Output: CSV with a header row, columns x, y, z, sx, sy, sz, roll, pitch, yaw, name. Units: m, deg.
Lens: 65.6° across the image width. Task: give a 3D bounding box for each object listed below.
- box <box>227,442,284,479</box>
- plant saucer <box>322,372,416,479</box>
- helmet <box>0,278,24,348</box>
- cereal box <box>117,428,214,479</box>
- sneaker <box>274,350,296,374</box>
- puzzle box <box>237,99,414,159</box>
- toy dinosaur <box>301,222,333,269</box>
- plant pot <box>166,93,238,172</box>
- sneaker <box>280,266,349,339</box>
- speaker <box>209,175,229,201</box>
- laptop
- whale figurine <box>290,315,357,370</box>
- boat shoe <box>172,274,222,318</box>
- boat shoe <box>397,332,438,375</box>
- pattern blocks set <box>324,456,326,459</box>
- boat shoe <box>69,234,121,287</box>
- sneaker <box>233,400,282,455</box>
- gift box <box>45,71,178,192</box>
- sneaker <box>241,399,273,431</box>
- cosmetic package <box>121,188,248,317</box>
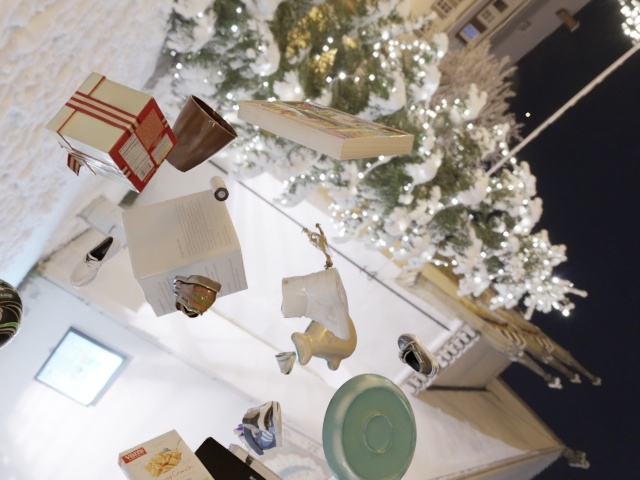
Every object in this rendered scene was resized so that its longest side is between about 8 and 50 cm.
x,y,z,sx,sy,sz,roll,pitch,yaw,name
-0.288,0.974,1.998,0.169,0.290,0.087,-53,-166,-31,box
0.150,0.527,1.359,0.044,0.318,0.317,-25,-147,55,plant saucer
-0.707,0.157,1.029,0.169,0.169,0.161,-59,171,-14,helmet
-0.406,0.626,1.323,0.240,0.173,0.047,33,-62,35,cereal box
-0.128,0.460,1.860,0.071,0.082,0.191,-11,172,9,sneaker
0.005,-0.302,1.308,0.409,0.272,0.052,30,-59,38,puzzle box
0.000,0.000,1.169,0.053,0.183,0.092,-34,-123,-6,toy dinosaur
-0.451,-0.362,1.780,0.230,0.215,0.215,-46,-163,10,plant pot
-0.016,0.174,1.299,0.169,0.292,0.108,-8,-131,9,sneaker
-0.371,-0.191,1.812,0.055,0.055,0.136,-52,-150,9,speaker
-0.336,0.788,1.503,0.136,0.234,0.264,-8,124,-66,laptop
-0.004,0.319,1.597,0.141,0.216,0.272,-24,173,41,whale figurine
-0.385,0.168,1.450,0.307,0.111,0.104,-22,-136,64,boat shoe
0.397,0.501,2.187,0.306,0.105,0.113,-131,-134,-63,boat shoe
0.165,0.811,1.634,0.026,0.325,0.285,-38,166,-33,pattern blocks set
-0.921,0.077,2.005,0.258,0.095,0.084,-55,172,-16,boat shoe
-0.305,0.900,2.388,0.130,0.236,0.322,-96,-175,-53,sneaker
-0.623,-0.305,1.492,0.255,0.258,0.276,-60,165,-25,gift box
-0.243,0.690,1.966,0.271,0.108,0.100,79,11,-77,sneaker
-0.531,0.048,1.983,0.329,0.394,0.327,95,-26,-56,cosmetic package
